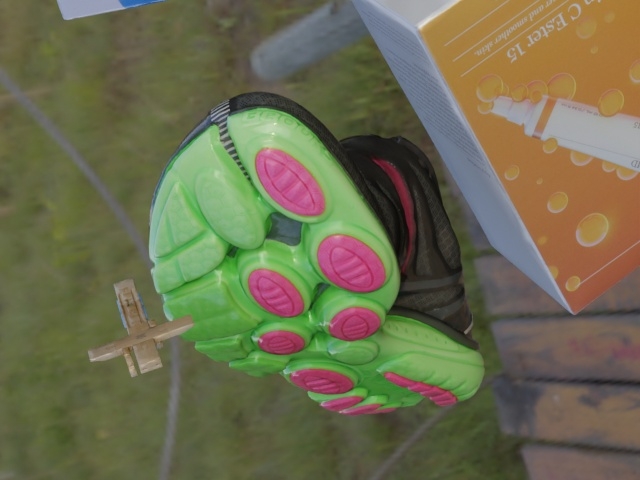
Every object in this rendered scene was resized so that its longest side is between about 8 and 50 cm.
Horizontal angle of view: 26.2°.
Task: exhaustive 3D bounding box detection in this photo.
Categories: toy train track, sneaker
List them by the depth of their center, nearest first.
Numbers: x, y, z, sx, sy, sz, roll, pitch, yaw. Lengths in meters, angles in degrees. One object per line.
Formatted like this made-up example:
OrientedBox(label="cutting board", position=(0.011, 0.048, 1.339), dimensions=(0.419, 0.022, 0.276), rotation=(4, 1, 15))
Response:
OrientedBox(label="toy train track", position=(-0.082, 0.041, 0.622), dimensions=(0.083, 0.048, 0.014), rotation=(-123, 17, -61))
OrientedBox(label="sneaker", position=(0.000, 0.000, 1.073), dimensions=(0.483, 0.185, 0.202), rotation=(50, -149, -64))

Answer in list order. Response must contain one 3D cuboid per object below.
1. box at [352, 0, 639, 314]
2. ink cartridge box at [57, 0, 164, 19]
OrientedBox(label="box", position=(0.209, -0.142, 1.250), dimensions=(0.345, 0.215, 0.168), rotation=(56, 176, -33))
OrientedBox(label="ink cartridge box", position=(-0.092, -0.292, 1.070), dimensions=(0.171, 0.232, 0.168), rotation=(-1, 113, 45))
